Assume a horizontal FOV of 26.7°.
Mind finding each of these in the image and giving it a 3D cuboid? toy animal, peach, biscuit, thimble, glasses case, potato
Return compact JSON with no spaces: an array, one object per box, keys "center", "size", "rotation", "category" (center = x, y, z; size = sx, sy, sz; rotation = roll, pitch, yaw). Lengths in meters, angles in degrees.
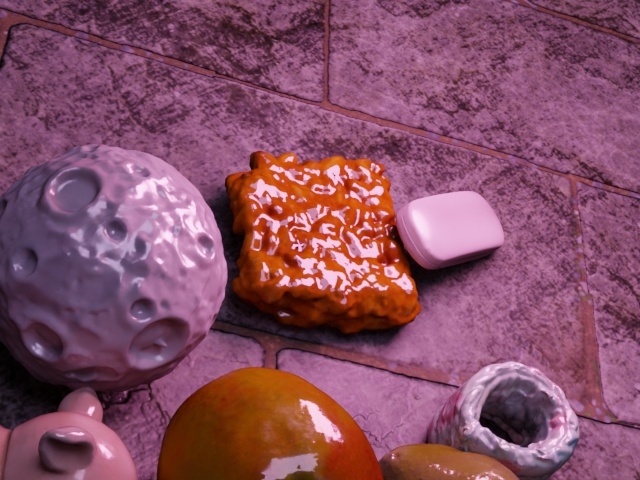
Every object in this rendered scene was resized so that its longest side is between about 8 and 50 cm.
[{"center":[-0.383,0.297,1.640],"size":[0.326,0.269,0.237],"rotation":[34,4,-4],"category":"toy animal"},{"center":[-0.076,0.317,1.732],"size":[0.308,0.308,0.332],"rotation":[-4,14,-28],"category":"peach"},{"center":[0.000,0.000,2.147],"size":[0.318,0.110,0.312],"rotation":[4,54,-24],"category":"biscuit"},{"center":[0.266,0.288,2.015],"size":[0.211,0.149,0.185],"rotation":[-11,61,-33],"category":"thimble"},{"center":[0.218,-0.019,2.238],"size":[0.297,0.075,0.113],"rotation":[-9,70,-59],"category":"glasses case"},{"center":[0.219,0.414,1.858],"size":[0.351,0.202,0.218],"rotation":[35,85,11],"category":"potato"}]

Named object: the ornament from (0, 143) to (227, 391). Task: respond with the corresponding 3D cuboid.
[{"center":[-0.287,0.047,1.817],"size":[0.337,0.337,0.337],"rotation":[13,49,-16],"category":"ornament"}]
